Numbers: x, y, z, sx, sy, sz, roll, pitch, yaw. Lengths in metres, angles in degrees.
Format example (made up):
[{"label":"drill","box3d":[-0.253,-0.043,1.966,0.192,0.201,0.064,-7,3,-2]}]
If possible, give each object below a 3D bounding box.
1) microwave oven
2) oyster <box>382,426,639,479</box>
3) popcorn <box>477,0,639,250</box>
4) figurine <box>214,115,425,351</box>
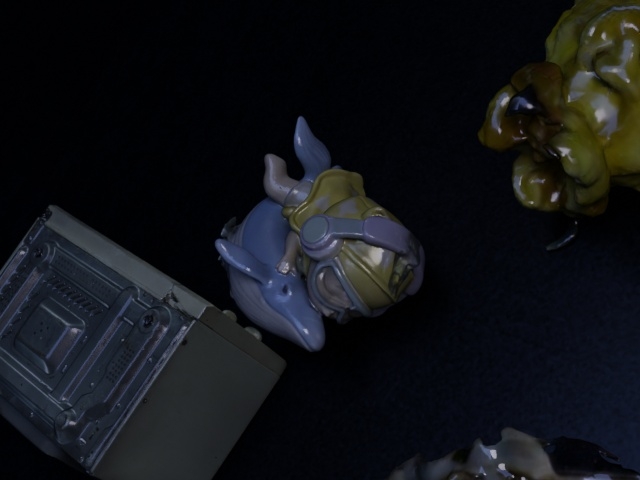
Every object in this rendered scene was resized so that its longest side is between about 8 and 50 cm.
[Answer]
[{"label":"microwave oven","box3d":[-0.187,0.106,1.038,0.240,0.145,0.194,28,77,40]},{"label":"oyster","box3d":[0.132,0.244,0.772,0.351,0.114,0.237,-6,51,25]},{"label":"popcorn","box3d":[0.232,-0.098,0.892,0.168,0.173,0.195,34,74,20]},{"label":"figurine","box3d":[0.000,0.000,0.992,0.184,0.128,0.208,-10,54,26]}]
